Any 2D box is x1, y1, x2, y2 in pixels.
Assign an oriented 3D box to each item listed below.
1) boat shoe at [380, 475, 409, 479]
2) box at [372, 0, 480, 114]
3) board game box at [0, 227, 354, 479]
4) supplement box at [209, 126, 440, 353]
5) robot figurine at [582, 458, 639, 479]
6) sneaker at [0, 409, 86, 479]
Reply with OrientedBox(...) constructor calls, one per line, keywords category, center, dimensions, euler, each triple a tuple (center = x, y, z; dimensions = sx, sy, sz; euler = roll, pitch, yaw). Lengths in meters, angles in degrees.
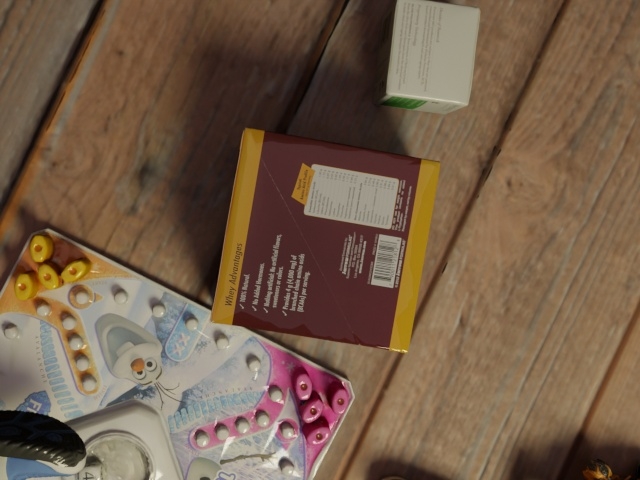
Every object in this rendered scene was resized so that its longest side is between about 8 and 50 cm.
OrientedBox(category="boat shoe", center=(0.152, 0.321, 0.918), dimensions=(0.206, 0.065, 0.075), euler=(26, 86, -6))
OrientedBox(category="box", center=(0.108, -0.190, 0.886), dimensions=(0.087, 0.101, 0.102), euler=(6, 92, -5))
OrientedBox(category="board game box", center=(-0.216, 0.243, 0.894), dimensions=(0.389, 0.050, 0.390), euler=(27, 89, -5))
OrientedBox(category="supplement box", center=(0.000, 0.000, 0.867), dimensions=(0.194, 0.129, 0.192), euler=(10, 91, -5))
OrientedBox(category="robot figurine", center=(0.318, 0.384, 0.913), dimensions=(0.211, 0.085, 0.291), euler=(-6, 92, -19))
OrientedBox(category="sneaker", center=(-0.330, 0.214, 0.826), dimensions=(0.211, 0.080, 0.081), euler=(3, 97, 5))
